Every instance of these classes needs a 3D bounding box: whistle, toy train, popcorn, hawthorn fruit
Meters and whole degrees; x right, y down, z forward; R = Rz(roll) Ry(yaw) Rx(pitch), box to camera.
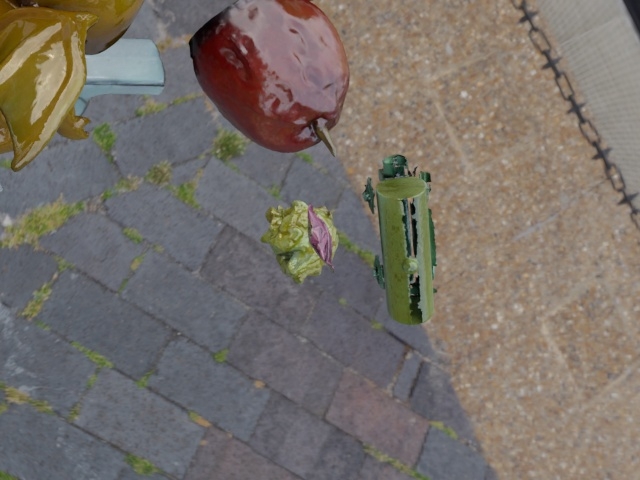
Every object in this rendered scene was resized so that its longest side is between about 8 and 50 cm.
[{"bbox_3d":[-0.419,-0.257,1.187,0.290,0.163,0.163,-6,82,-33],"label":"whistle"},{"bbox_3d":[0.162,0.001,1.302,0.126,0.189,0.307,-13,116,-11],"label":"toy train"},{"bbox_3d":[-0.050,-0.009,1.738,0.167,0.185,0.187,-35,123,-18],"label":"popcorn"},{"bbox_3d":[-0.046,-0.208,0.922,0.189,0.189,0.251,-34,70,-29],"label":"hawthorn fruit"}]

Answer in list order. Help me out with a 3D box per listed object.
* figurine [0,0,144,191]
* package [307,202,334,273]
[{"bbox_3d":[-0.329,-0.257,0.819,0.401,0.268,0.387,36,85,26],"label":"figurine"},{"bbox_3d":[0.000,0.000,0.898,0.029,0.059,0.083,-19,72,1],"label":"package"}]
